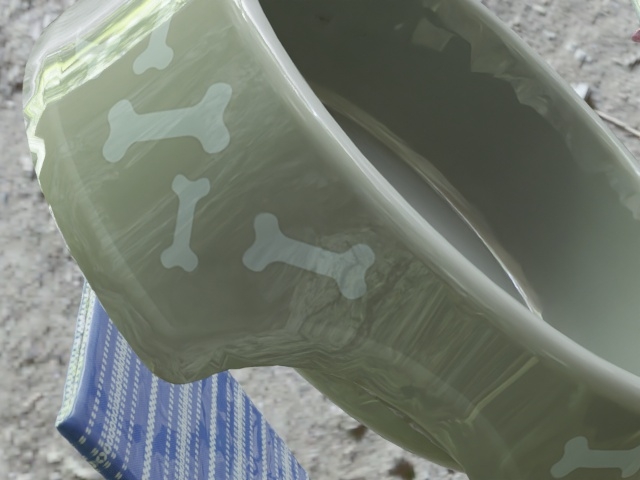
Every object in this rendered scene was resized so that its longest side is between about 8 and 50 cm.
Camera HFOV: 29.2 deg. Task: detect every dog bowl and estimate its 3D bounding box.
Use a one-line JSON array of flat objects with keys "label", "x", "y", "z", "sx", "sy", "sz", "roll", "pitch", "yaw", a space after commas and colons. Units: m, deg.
[{"label": "dog bowl", "x": 0.046, "y": -0.018, "z": 0.545, "sx": 0.102, "sy": 0.349, "sz": 0.349, "roll": -46, "pitch": 64, "yaw": 25}]

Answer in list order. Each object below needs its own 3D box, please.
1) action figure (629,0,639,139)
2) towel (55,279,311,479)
[{"label": "action figure", "x": 0.530, "y": -0.253, "z": 1.517, "sx": 0.370, "sy": 0.248, "sz": 0.276, "roll": -66, "pitch": 23, "yaw": 19}, {"label": "towel", "x": -0.079, "y": 0.169, "z": 0.879, "sx": 0.040, "sy": 0.336, "sz": 0.243, "roll": -28, "pitch": 29, "yaw": 11}]
